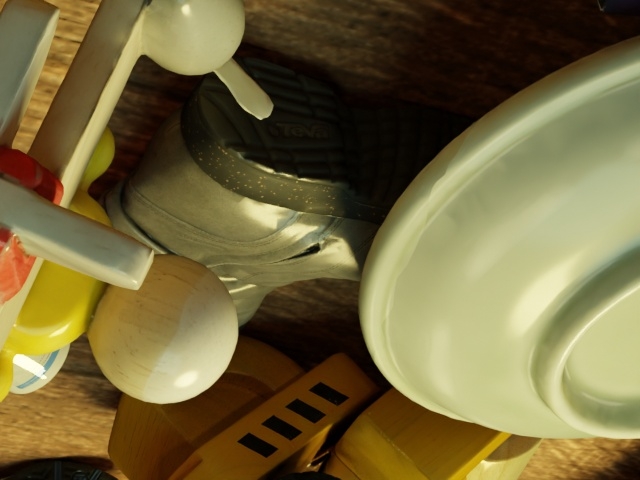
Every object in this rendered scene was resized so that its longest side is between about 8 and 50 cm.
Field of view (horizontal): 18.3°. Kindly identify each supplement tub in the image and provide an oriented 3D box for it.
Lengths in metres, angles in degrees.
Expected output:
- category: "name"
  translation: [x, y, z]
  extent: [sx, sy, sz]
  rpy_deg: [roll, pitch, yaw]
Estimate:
- category: "supplement tub"
  translation: [-0.234, 0.058, 1.391]
  extent: [0.071, 0.071, 0.107]
  rpy_deg: [-28, 139, 22]

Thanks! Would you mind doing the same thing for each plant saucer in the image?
- category: "plant saucer"
  translation: [0.226, 0.028, 1.256]
  extent: [0.400, 0.100, 0.400]
  rpy_deg: [-12, 144, -9]

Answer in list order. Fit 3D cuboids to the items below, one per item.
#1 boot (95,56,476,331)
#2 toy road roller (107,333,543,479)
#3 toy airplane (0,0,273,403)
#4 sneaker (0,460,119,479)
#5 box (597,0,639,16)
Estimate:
- category: "boot"
  translation: [0.000, 0.000, 1.361]
  extent: [0.338, 0.118, 0.223]
  rpy_deg: [23, 139, -26]
- category: "toy road roller"
  translation: [-0.010, 0.160, 1.508]
  extent: [0.329, 0.240, 0.202]
  rpy_deg: [-33, 160, -34]
- category: "toy airplane"
  translation: [-0.154, 0.006, 1.079]
  extent: [0.272, 0.384, 0.386]
  rpy_deg: [28, 125, -22]
- category: "sneaker"
  translation: [-0.242, 0.230, 1.615]
  extent: [0.211, 0.080, 0.081]
  rpy_deg: [2, 148, -1]
- category: "box"
  translation: [0.277, -0.240, 1.104]
  extent: [0.184, 0.103, 0.261]
  rpy_deg: [2, 141, -20]
